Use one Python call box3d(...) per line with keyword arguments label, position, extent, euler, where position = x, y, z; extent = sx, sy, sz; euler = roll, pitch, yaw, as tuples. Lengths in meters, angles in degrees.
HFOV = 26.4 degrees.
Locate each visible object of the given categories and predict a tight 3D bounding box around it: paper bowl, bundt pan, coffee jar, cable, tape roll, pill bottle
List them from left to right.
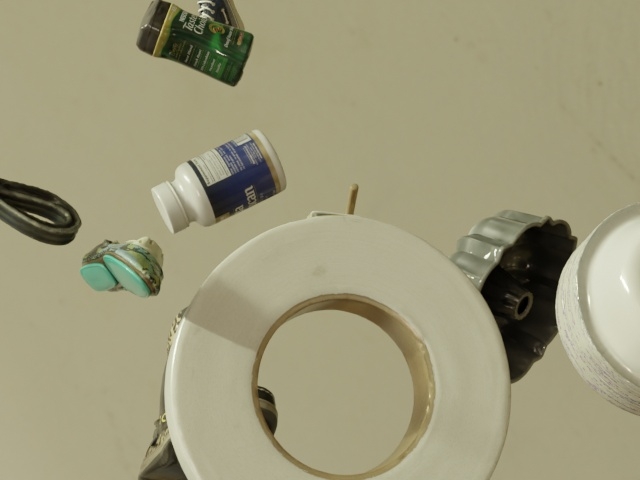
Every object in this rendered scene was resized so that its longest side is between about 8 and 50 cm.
box3d(label="cable", position=(-0.393, -0.086, 1.482), extent=(0.072, 0.287, 0.139), euler=(-64, -13, 24))
box3d(label="coffee jar", position=(-0.207, -0.327, 2.245), extent=(0.096, 0.184, 0.079), euler=(-79, 12, -45))
box3d(label="pill bottle", position=(-0.140, -0.076, 1.858), extent=(0.169, 0.094, 0.094), euler=(-26, -17, -11))
box3d(label="tape roll", position=(0.020, 0.164, 1.521), extent=(0.392, 0.392, 0.072), euler=(-37, -4, -18))
box3d(label="bundt pan", position=(0.309, 0.091, 2.390), extent=(0.331, 0.124, 0.331), euler=(-29, -48, -38))
box3d(label="paper bowl", position=(0.462, 0.082, 1.774), extent=(0.284, 0.284, 0.148), euler=(-36, -12, -22))

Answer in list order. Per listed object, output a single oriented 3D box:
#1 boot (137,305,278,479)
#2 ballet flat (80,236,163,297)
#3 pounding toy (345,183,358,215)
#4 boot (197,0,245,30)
box3d(label="boot", position=(-0.172, 0.228, 2.194), extent=(0.377, 0.138, 0.284), euler=(-46, 30, 52))
box3d(label="ballet flat", position=(-0.205, 0.022, 1.471), extent=(0.070, 0.070, 0.188), euler=(-36, 19, -24))
box3d(label="pounding toy", position=(0.000, 0.000, 2.171), extent=(0.154, 0.155, 0.269), euler=(-11, 8, 1))
box3d(label="boot", position=(-0.217, -0.457, 2.721), extent=(0.086, 0.069, 0.190), euler=(-55, -47, -30))
